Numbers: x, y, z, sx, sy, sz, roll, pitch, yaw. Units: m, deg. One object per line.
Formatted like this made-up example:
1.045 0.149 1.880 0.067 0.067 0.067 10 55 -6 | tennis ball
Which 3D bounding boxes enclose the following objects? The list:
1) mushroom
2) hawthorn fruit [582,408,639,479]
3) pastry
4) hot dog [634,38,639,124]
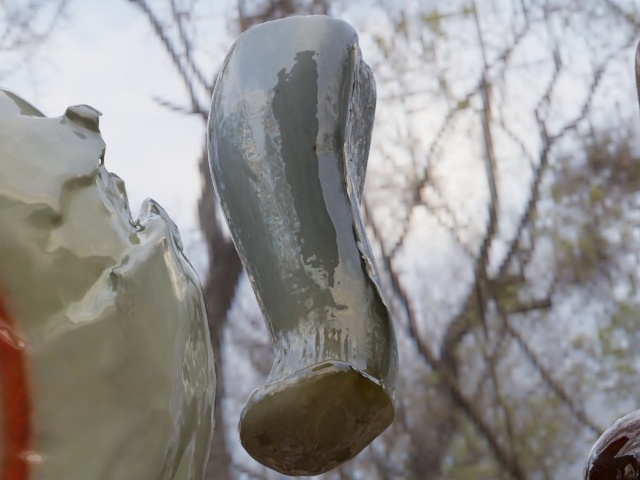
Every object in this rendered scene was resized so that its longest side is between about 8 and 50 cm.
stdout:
0.000 0.000 1.248 0.159 0.329 0.122 23 -41 -37 | mushroom
0.270 0.186 1.205 0.202 0.185 0.185 4 -31 -28 | hawthorn fruit
-0.161 0.051 0.552 0.265 0.265 0.133 -9 -7 1 | pastry
0.260 -0.036 1.279 0.068 0.249 0.100 -11 -18 25 | hot dog
